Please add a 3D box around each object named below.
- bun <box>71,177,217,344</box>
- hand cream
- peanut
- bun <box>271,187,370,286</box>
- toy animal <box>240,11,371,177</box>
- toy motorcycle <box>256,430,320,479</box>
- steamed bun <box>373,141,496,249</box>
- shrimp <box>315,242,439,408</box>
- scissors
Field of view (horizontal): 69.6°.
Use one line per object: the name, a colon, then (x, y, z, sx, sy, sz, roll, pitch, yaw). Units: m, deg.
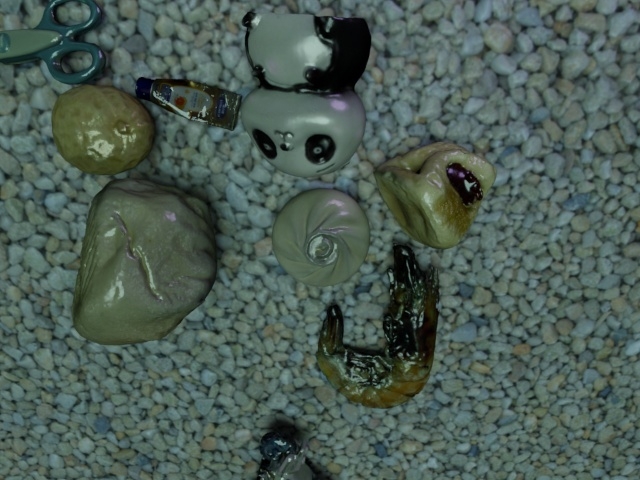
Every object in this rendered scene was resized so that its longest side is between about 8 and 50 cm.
bun: (-0.276, 0.040, 0.748, 0.204, 0.281, 0.282, 9, 112, -28)
hand cream: (-0.213, -0.227, 0.746, 0.163, 0.039, 0.062, 13, 94, -5)
peanut: (-0.342, -0.174, 0.727, 0.159, 0.109, 0.141, -2, 102, 5)
bun: (0.000, 0.000, 0.778, 0.172, 0.120, 0.173, 1, 108, 2)
toy animal: (-0.020, -0.209, 0.676, 0.187, 0.165, 0.235, 13, 111, 20)
toy motorcycle: (-0.045, 0.508, 0.972, 0.203, 0.108, 0.239, 15, 132, 2)
steamed bun: (0.193, -0.086, 0.733, 0.155, 0.172, 0.141, -34, 117, -6)
shrimp: (0.103, 0.174, 0.869, 0.232, 0.071, 0.365, 2, 115, 7)
scissors: (-0.474, -0.302, 0.720, 0.288, 0.041, 0.138, -4, 93, 8)
